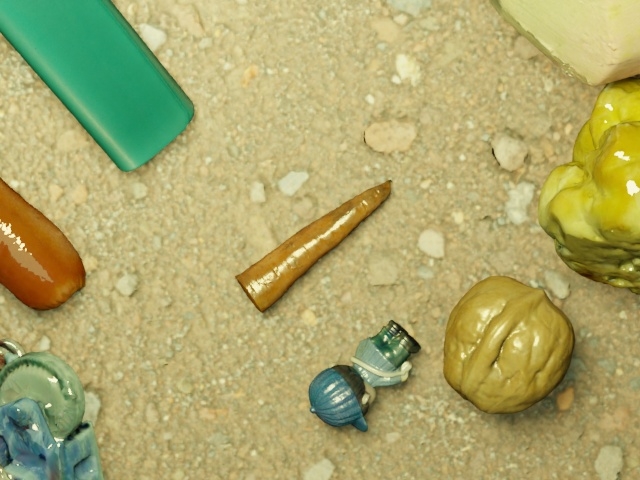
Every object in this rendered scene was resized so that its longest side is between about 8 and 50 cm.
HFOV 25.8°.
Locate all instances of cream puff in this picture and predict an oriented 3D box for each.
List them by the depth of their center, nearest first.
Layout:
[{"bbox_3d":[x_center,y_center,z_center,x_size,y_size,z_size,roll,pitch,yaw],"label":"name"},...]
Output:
[{"bbox_3d":[0.404,-0.076,1.551,0.291,0.324,0.257,5,73,22],"label":"cream puff"}]

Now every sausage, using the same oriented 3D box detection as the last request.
[{"bbox_3d":[-0.392,-0.035,1.604,0.300,0.083,0.089,43,108,-12],"label":"sausage"}]

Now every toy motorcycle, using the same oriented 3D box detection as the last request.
[{"bbox_3d":[-0.357,0.279,1.660,0.182,0.241,0.319,-19,101,-42],"label":"toy motorcycle"}]

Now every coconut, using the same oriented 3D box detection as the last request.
[{"bbox_3d":[0.319,-0.323,1.502,0.309,0.297,0.297,-11,104,-5],"label":"coconut"}]

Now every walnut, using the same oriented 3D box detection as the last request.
[{"bbox_3d":[0.224,0.127,1.673,0.166,0.149,0.166,0,90,26],"label":"walnut"}]

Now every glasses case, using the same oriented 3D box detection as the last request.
[{"bbox_3d":[-0.266,-0.215,1.535,0.117,0.070,0.301,-37,122,4],"label":"glasses case"}]

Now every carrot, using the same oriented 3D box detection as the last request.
[{"bbox_3d":[0.000,0.000,1.667,0.224,0.057,0.057,-37,104,0],"label":"carrot"}]

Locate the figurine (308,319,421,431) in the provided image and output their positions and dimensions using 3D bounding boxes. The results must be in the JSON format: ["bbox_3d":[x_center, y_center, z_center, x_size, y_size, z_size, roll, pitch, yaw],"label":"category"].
[{"bbox_3d":[0.055,0.167,1.699,0.149,0.087,0.086,-46,65,5],"label":"figurine"}]
